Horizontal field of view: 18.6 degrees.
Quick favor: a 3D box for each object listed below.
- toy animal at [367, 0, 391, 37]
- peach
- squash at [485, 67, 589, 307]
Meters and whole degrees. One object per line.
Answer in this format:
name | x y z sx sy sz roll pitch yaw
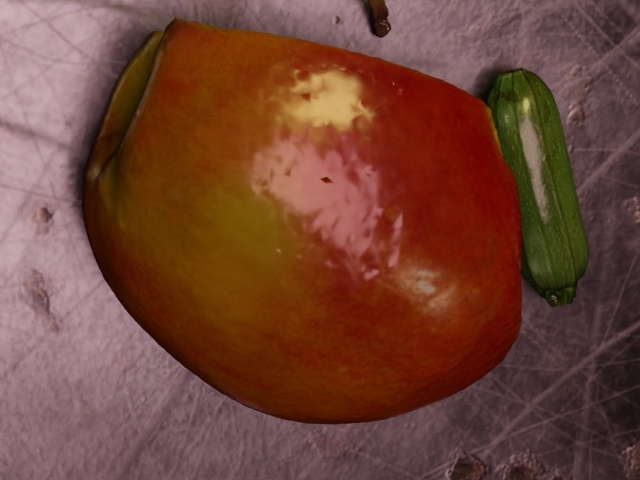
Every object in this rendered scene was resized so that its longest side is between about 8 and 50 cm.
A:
toy animal | -0.003 -0.255 1.615 0.275 0.054 0.149 13 133 -20
peach | 0.000 0.000 1.592 0.380 0.242 0.306 20 92 -18
squash | 0.191 -0.044 1.715 0.068 0.077 0.219 -15 108 -2
